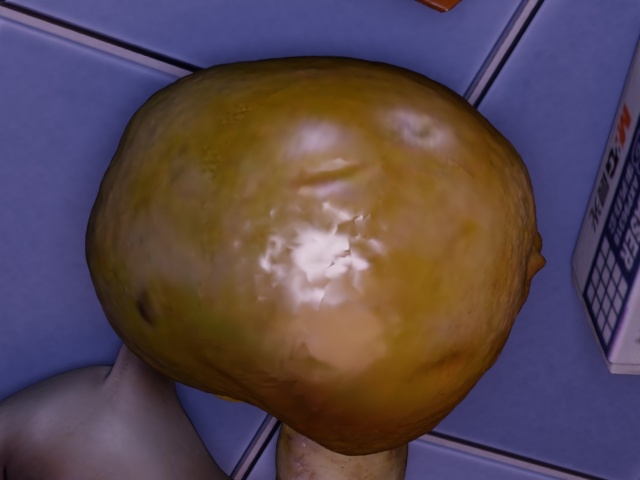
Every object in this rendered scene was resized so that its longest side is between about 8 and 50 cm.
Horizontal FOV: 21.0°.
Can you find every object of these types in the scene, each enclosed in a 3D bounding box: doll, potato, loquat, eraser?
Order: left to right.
[{"bbox_3d":[-0.240,0.244,1.302,0.370,0.226,0.215,-37,80,25],"label":"doll"},{"bbox_3d":[0.000,0.000,1.124,0.284,0.276,0.276,20,126,8],"label":"loquat"},{"bbox_3d":[0.016,0.167,1.358,0.107,0.080,0.170,-11,132,-9],"label":"potato"},{"bbox_3d":[0.252,-0.047,1.195,0.081,0.124,0.279,3,127,-11],"label":"eraser"}]

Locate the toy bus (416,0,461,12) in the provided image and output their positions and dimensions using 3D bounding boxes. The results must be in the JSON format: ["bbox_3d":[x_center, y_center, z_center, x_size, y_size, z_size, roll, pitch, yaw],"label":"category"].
[{"bbox_3d":[-0.034,-0.229,0.940,0.093,0.092,0.409,-44,147,24],"label":"toy bus"}]

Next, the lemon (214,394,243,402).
[{"bbox_3d":[-0.059,0.092,1.300,0.083,0.062,0.062,7,127,-25],"label":"lemon"}]
